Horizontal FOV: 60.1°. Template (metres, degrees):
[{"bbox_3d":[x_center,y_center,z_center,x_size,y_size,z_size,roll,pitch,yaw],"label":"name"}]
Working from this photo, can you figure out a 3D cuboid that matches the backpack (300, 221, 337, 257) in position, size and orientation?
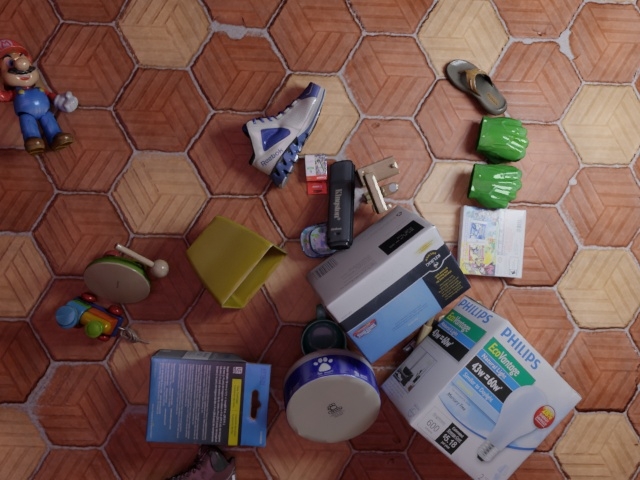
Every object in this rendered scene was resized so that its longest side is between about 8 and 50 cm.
[{"bbox_3d":[0.000,0.000,1.601,0.115,0.084,0.104,-11,88,0],"label":"backpack"}]

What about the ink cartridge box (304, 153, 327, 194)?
[{"bbox_3d":[-0.012,-0.195,1.629,0.063,0.029,0.114,-4,90,-2],"label":"ink cartridge box"}]

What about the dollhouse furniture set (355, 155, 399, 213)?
[{"bbox_3d":[0.188,-0.162,1.575,0.123,0.151,0.143,-22,92,-2],"label":"dollhouse furniture set"}]

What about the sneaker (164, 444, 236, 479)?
[{"bbox_3d":[-0.376,0.658,1.587,0.282,0.106,0.162,4,85,-12],"label":"sneaker"}]

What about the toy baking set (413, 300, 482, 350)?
[{"bbox_3d":[0.369,0.281,1.597,0.197,0.030,0.255,11,100,-20],"label":"toy baking set"}]

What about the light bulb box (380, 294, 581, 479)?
[{"bbox_3d":[0.431,0.412,1.504,0.358,0.225,0.361,43,89,-19],"label":"light bulb box"}]

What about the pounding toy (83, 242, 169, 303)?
[{"bbox_3d":[-0.548,0.071,1.564,0.237,0.110,0.183,-33,126,32],"label":"pounding toy"}]

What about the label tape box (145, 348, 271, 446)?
[{"bbox_3d":[-0.313,0.448,1.578,0.334,0.106,0.240,4,90,-3],"label":"label tape box"}]

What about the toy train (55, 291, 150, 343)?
[{"bbox_3d":[-0.606,0.241,1.550,0.248,0.143,0.105,26,89,-1],"label":"toy train"}]

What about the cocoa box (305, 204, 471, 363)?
[{"bbox_3d":[0.178,0.112,1.507,0.347,0.231,0.227,-37,114,-2],"label":"cocoa box"}]

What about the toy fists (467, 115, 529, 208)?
[{"bbox_3d":[0.519,-0.226,1.609,0.143,0.096,0.278,12,79,8],"label":"toy fists"}]

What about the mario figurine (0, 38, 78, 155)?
[{"bbox_3d":[-0.809,-0.409,1.527,0.170,0.198,0.320,-23,95,11],"label":"mario figurine"}]

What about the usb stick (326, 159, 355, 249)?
[{"bbox_3d":[0.059,-0.105,1.571,0.077,0.045,0.277,-3,65,14],"label":"usb stick"}]

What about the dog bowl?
[{"bbox_3d":[0.031,0.433,1.533,0.265,0.104,0.264,-3,120,-6],"label":"dog bowl"}]

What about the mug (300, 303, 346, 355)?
[{"bbox_3d":[0.014,0.275,1.594,0.130,0.097,0.157,28,88,-1],"label":"mug"}]

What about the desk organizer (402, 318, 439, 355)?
[{"bbox_3d":[0.300,0.288,1.627,0.130,0.050,0.047,-43,91,-2],"label":"desk organizer"}]

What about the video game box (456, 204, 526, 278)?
[{"bbox_3d":[0.504,0.005,1.637,0.187,0.048,0.204,5,89,-4],"label":"video game box"}]

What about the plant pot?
[{"bbox_3d":[-0.246,0.050,1.543,0.187,0.212,0.212,38,88,11],"label":"plant pot"}]

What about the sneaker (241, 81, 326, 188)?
[{"bbox_3d":[-0.118,-0.325,1.577,0.182,0.127,0.315,26,91,-4],"label":"sneaker"}]

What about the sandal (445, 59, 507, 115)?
[{"bbox_3d":[0.462,-0.457,1.620,0.090,0.060,0.219,-38,78,-6],"label":"sandal"}]
